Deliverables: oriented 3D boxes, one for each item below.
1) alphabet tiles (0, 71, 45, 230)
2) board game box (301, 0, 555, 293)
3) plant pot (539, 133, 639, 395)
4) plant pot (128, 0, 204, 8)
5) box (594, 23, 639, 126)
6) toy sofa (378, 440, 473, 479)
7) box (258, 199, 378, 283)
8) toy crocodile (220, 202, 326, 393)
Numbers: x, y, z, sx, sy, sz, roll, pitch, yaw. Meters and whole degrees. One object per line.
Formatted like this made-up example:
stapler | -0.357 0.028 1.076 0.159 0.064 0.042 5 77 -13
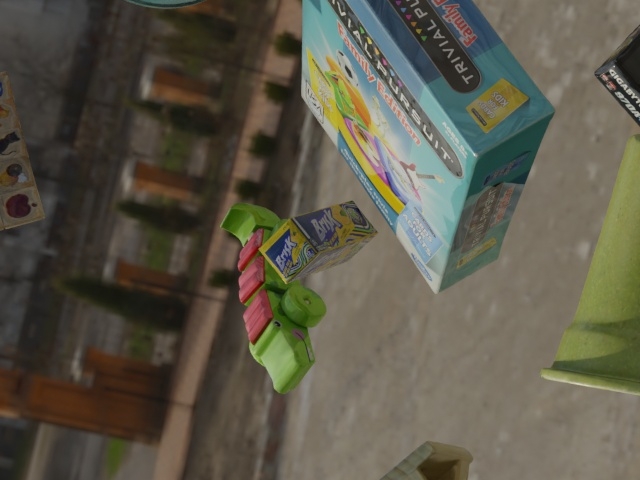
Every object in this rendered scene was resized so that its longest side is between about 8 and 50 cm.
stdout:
alphabet tiles | -0.390 -0.086 1.400 0.009 0.198 0.237 87 165 -53
board game box | 0.079 -0.123 1.276 0.254 0.079 0.336 56 168 17
plant pot | 0.370 0.033 1.387 0.276 0.276 0.254 170 110 -77
plant pot | -0.145 -0.418 1.615 0.255 0.271 0.272 -3 74 66
box | 0.457 -0.208 1.721 0.220 0.175 0.051 -44 5 -23
toy sofa | 0.162 0.394 1.445 0.177 0.362 0.150 -40 -22 11
box | 0.000 0.000 1.651 0.059 0.054 0.169 -44 -11 25
toy crocodile | -0.070 0.072 2.035 0.115 0.105 0.340 -51 33 34
